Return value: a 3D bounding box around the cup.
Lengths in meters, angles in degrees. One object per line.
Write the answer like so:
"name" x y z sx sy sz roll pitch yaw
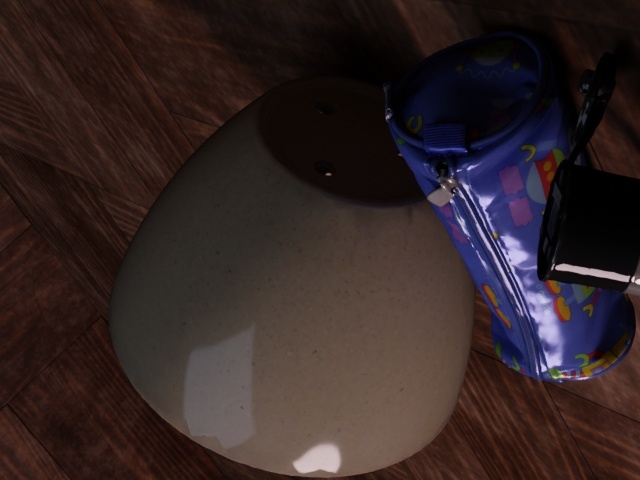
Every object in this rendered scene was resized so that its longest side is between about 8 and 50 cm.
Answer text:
"cup" 0.000 0.000 1.291 0.331 0.331 0.237 38 133 22

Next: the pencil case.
"pencil case" 0.151 -0.014 1.138 0.119 0.133 0.306 9 144 35

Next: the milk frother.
"milk frother" 0.225 -0.037 0.999 0.135 0.129 0.143 11 125 -1
